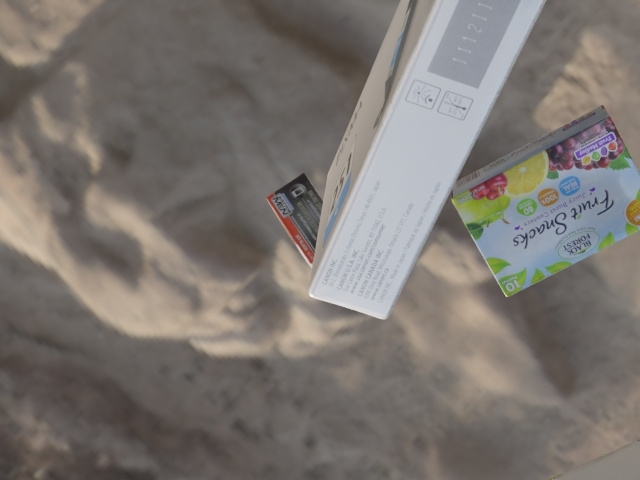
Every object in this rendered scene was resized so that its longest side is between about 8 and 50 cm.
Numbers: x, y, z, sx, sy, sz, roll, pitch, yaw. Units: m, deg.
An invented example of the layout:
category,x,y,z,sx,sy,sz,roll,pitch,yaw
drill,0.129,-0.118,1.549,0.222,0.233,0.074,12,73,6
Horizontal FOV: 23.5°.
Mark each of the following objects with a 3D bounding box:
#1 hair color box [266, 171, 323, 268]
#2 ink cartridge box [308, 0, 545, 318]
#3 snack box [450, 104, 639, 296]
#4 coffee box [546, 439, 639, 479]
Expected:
category,x,y,z,sx,sy,sz,roll,pitch,yaw
hair color box,0.000,0.000,1.673,0.093,0.053,0.167,56,178,20
ink cartridge box,0.078,-0.136,1.046,0.066,0.261,0.296,18,131,-6
snack box,0.189,-0.031,1.241,0.141,0.037,0.100,-28,109,11
coffee box,0.264,0.416,1.323,0.337,0.334,0.338,53,146,33
